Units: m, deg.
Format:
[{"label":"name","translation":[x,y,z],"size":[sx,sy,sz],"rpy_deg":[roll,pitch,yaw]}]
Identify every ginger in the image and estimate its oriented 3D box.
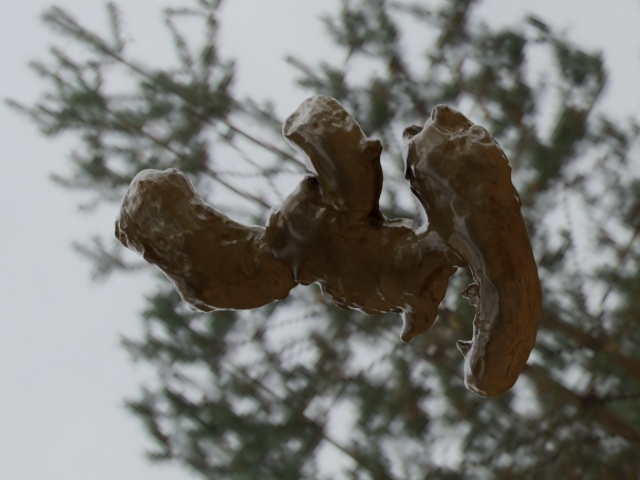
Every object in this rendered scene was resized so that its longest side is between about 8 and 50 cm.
[{"label":"ginger","translation":[0.005,-0.014,0.919],"size":[0.065,0.259,0.149],"rpy_deg":[-14,-63,-64]}]
